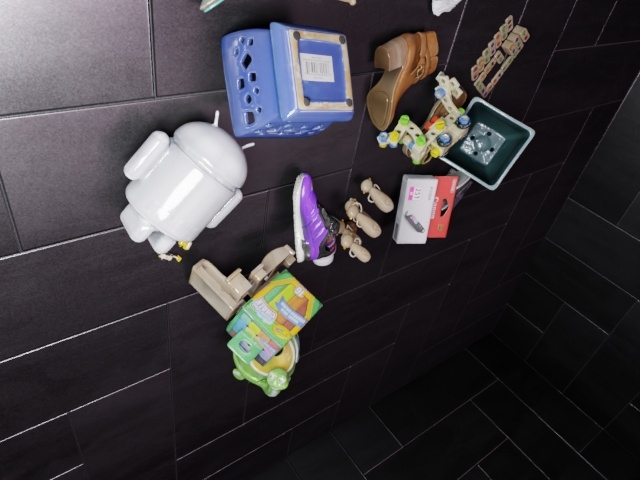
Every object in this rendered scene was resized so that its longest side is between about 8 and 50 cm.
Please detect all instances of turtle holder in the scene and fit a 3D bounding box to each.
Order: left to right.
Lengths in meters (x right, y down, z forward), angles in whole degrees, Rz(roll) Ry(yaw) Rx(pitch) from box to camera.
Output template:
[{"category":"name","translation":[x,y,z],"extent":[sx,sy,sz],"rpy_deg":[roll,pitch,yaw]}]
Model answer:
[{"category":"turtle holder","translation":[-0.194,0.394,1.748],"extent":[0.320,0.244,0.227],"rpy_deg":[-60,173,-59]}]

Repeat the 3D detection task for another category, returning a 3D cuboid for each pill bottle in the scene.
[{"category":"pill bottle","translation":[0.000,0.000,1.712],"extent":[0.108,0.108,0.193],"rpy_deg":[-32,143,-19]}]

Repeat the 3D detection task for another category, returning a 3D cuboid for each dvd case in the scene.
[{"category":"dvd case","translation":[0.579,-0.218,2.163],"extent":[0.221,0.018,0.164],"rpy_deg":[14,115,-51]}]

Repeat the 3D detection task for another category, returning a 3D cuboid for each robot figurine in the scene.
[{"category":"robot figurine","translation":[-0.315,-0.136,1.169],"extent":[0.353,0.200,0.300],"rpy_deg":[-48,143,4]}]

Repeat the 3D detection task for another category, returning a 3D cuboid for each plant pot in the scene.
[{"category":"plant pot","translation":[-0.062,-0.362,1.113],"extent":[0.236,0.212,0.235],"rpy_deg":[-12,100,-40]},{"category":"plant pot","translation":[0.616,-0.366,1.856],"extent":[0.247,0.247,0.252],"rpy_deg":[-58,173,18]}]

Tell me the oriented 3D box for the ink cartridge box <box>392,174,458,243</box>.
[{"category":"ink cartridge box","translation":[0.424,-0.120,1.939],"extent":[0.239,0.060,0.275],"rpy_deg":[0,115,-13]}]

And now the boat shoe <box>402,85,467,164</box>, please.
[{"category":"boat shoe","translation":[0.432,-0.404,1.747],"extent":[0.307,0.104,0.111],"rpy_deg":[-53,144,11]}]

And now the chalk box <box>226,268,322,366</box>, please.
[{"category":"chalk box","translation":[-0.168,0.265,1.571],"extent":[0.289,0.180,0.179],"rpy_deg":[-43,175,-43]}]

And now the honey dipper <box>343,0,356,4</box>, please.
[{"category":"honey dipper","translation":[0.031,-0.600,1.205],"extent":[0.161,0.030,0.030],"rpy_deg":[-10,132,-42]}]

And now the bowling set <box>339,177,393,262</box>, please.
[{"category":"bowling set","translation":[0.111,-0.062,1.737],"extent":[0.154,0.200,0.286],"rpy_deg":[39,62,-26]}]

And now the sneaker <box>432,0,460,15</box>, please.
[{"category":"sneaker","translation":[0.388,-0.715,1.441],"extent":[0.152,0.053,0.061],"rpy_deg":[-29,152,-12]}]

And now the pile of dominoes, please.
[{"category":"pile of dominoes","translation":[0.652,-0.656,1.775],"extent":[0.196,0.040,0.251],"rpy_deg":[17,112,-52]}]

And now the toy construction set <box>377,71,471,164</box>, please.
[{"category":"toy construction set","translation":[0.366,-0.390,1.625],"extent":[0.327,0.215,0.151],"rpy_deg":[-48,158,-4]}]

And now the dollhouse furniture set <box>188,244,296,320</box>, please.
[{"category":"dollhouse furniture set","translation":[-0.213,0.055,1.528],"extent":[0.355,0.174,0.303],"rpy_deg":[-43,175,-33]}]

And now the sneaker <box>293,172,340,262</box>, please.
[{"category":"sneaker","translation":[-0.011,-0.073,1.545],"extent":[0.146,0.102,0.293],"rpy_deg":[-2,114,-4]}]

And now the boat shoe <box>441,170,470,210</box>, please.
[{"category":"boat shoe","translation":[0.500,-0.180,2.032],"extent":[0.303,0.114,0.091],"rpy_deg":[-32,123,-1]}]

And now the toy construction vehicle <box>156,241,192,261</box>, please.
[{"category":"toy construction vehicle","translation":[-0.416,0.016,1.374],"extent":[0.098,0.035,0.085],"rpy_deg":[20,99,-55]}]

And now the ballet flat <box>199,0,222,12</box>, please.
[{"category":"ballet flat","translation":[-0.177,-0.556,1.019],"extent":[0.213,0.072,0.068],"rpy_deg":[-38,117,-12]}]

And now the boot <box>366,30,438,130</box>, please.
[{"category":"boot","translation":[0.254,-0.491,1.499],"extent":[0.220,0.109,0.283],"rpy_deg":[-29,135,-28]}]
